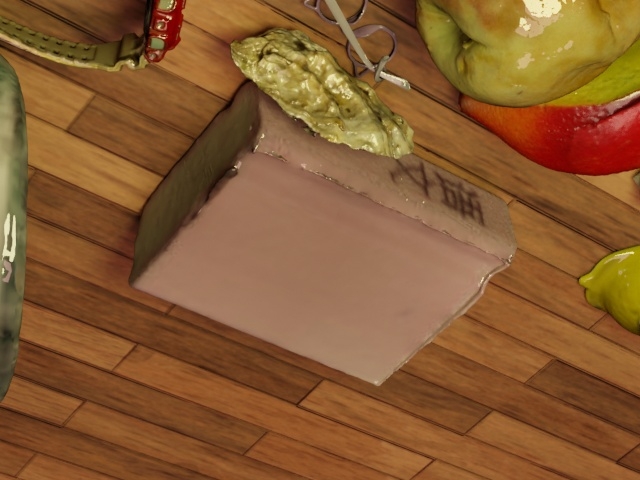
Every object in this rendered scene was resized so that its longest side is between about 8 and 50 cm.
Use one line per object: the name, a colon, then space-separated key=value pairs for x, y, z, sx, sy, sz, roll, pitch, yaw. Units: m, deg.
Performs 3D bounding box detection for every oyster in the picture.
oyster: x=0.013 y=-0.155 z=1.435 sx=0.209 sy=0.133 sz=0.072 roll=33 pitch=117 yaw=4

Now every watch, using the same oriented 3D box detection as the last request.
watch: x=-0.254 y=-0.253 z=1.320 sx=0.268 sy=0.102 sz=0.165 roll=18 pitch=122 yaw=-14

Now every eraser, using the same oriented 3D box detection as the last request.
eraser: x=0.000 y=0.000 z=1.582 sx=0.359 sy=0.122 sz=0.272 roll=24 pitch=128 yaw=-28

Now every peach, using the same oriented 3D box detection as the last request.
peach: x=0.286 y=-0.144 z=1.464 sx=0.267 sy=0.154 sz=0.158 roll=-19 pitch=135 yaw=8
peach: x=0.213 y=-0.234 z=1.342 sx=0.236 sy=0.214 sz=0.214 roll=-16 pitch=137 yaw=-16

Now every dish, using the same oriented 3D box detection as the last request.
dish: x=0.433 y=0.075 z=1.757 sx=0.208 sy=0.080 sz=0.148 roll=-1 pitch=134 yaw=-11

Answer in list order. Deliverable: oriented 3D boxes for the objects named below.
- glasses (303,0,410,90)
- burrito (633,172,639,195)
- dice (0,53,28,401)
glasses: x=0.045 y=-0.188 z=1.413 sx=0.063 sy=0.103 sz=0.140 roll=-27 pitch=136 yaw=13
burrito: x=0.440 y=-0.108 z=1.592 sx=0.064 sy=0.064 sz=0.203 roll=22 pitch=128 yaw=-28
dice: x=-0.458 y=-0.017 z=1.334 sx=0.348 sy=0.330 sz=0.328 roll=6 pitch=133 yaw=-14
